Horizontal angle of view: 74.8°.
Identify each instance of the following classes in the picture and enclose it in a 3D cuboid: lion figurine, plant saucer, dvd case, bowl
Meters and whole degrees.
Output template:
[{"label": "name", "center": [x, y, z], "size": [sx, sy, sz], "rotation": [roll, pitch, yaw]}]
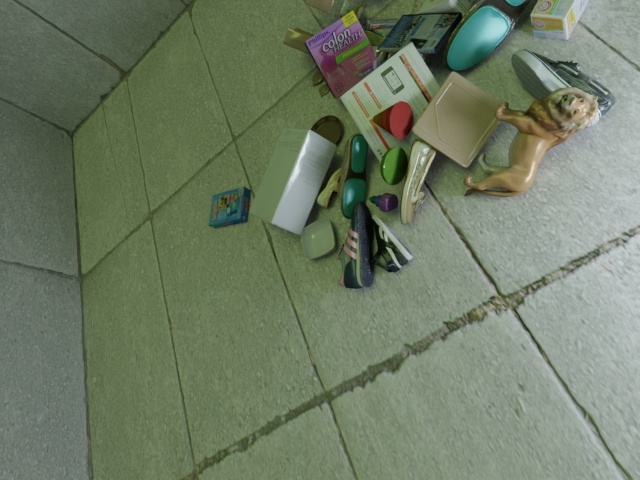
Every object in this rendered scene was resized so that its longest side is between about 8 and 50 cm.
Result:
[{"label": "lion figurine", "center": [0.602, -0.263, 1.231], "size": [0.240, 0.142, 0.393], "rotation": [29, 123, 23]}, {"label": "plant saucer", "center": [0.023, -0.446, 1.766], "size": [0.168, 0.029, 0.169], "rotation": [-12, 67, 30]}, {"label": "dvd case", "center": [0.355, -0.747, 1.508], "size": [0.253, 0.022, 0.180], "rotation": [25, 75, 41]}, {"label": "bowl", "center": [0.000, 0.000, 1.605], "size": [0.142, 0.053, 0.142], "rotation": [-24, 61, 25]}]

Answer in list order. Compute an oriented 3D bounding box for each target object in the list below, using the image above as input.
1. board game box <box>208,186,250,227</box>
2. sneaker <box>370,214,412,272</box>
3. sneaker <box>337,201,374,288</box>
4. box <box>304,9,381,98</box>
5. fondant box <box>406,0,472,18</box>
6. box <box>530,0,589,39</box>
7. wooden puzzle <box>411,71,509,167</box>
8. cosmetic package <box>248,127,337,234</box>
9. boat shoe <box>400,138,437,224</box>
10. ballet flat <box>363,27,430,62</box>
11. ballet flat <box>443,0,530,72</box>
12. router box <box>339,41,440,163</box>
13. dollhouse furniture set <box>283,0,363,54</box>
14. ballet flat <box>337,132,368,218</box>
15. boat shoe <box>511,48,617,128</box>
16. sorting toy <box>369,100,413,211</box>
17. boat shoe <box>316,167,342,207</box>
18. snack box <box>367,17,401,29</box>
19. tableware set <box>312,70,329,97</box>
[{"label": "board game box", "center": [-0.425, -0.152, 1.952], "size": [0.210, 0.047, 0.160], "rotation": [-8, 70, 32]}, {"label": "sneaker", "center": [0.207, 0.017, 1.442], "size": [0.121, 0.079, 0.217], "rotation": [-43, 55, 13]}, {"label": "sneaker", "center": [0.113, 0.015, 1.489], "size": [0.131, 0.112, 0.319], "rotation": [-13, 62, 36]}, {"label": "box", "center": [0.089, -0.727, 1.656], "size": [0.213, 0.243, 0.117], "rotation": [-30, 18, 8]}, {"label": "fondant box", "center": [0.487, -0.966, 1.552], "size": [0.238, 0.096, 0.331], "rotation": [23, 86, 59]}, {"label": "box", "center": [0.770, -0.759, 1.324], "size": [0.114, 0.103, 0.203], "rotation": [29, 91, 37]}, {"label": "wooden puzzle", "center": [0.447, -0.387, 1.350], "size": [0.220, 0.044, 0.239], "rotation": [35, 94, 4]}, {"label": "cosmetic package", "center": [-0.114, -0.238, 1.662], "size": [0.217, 0.156, 0.385], "rotation": [27, 96, 53]}, {"label": "boat shoe", "center": [0.324, -0.189, 1.397], "size": [0.089, 0.104, 0.286], "rotation": [11, 102, 10]}, {"label": "ballet flat", "center": [0.277, -0.751, 1.658], "size": [0.348, 0.123, 0.123], "rotation": [38, 96, 37]}, {"label": "ballet flat", "center": [0.600, -0.792, 1.400], "size": [0.483, 0.164, 0.182], "rotation": [-50, 19, 36]}, {"label": "router box", "center": [0.281, -0.449, 1.463], "size": [0.301, 0.082, 0.336], "rotation": [-32, 88, 21]}, {"label": "dollhouse furniture set", "center": [-0.004, -0.989, 1.742], "size": [0.256, 0.361, 0.394], "rotation": [-89, 20, -65]}, {"label": "ballet flat", "center": [0.120, -0.239, 1.577], "size": [0.106, 0.107, 0.316], "rotation": [-161, 81, -67]}, {"label": "boat shoe", "center": [0.726, -0.477, 1.260], "size": [0.119, 0.121, 0.335], "rotation": [-38, 67, 8]}, {"label": "sorting toy", "center": [0.216, -0.285, 1.432], "size": [0.126, 0.127, 0.366], "rotation": [20, 111, 45]}, {"label": "boat shoe", "center": [0.052, -0.203, 1.645], "size": [0.059, 0.063, 0.170], "rotation": [34, 93, 14]}, {"label": "snack box", "center": [0.280, -0.869, 1.677], "size": [0.178, 0.022, 0.064], "rotation": [-6, 43, -5]}, {"label": "tableware set", "center": [0.036, -0.725, 1.865], "size": [0.168, 0.020, 0.141], "rotation": [-30, 57, 24]}]
